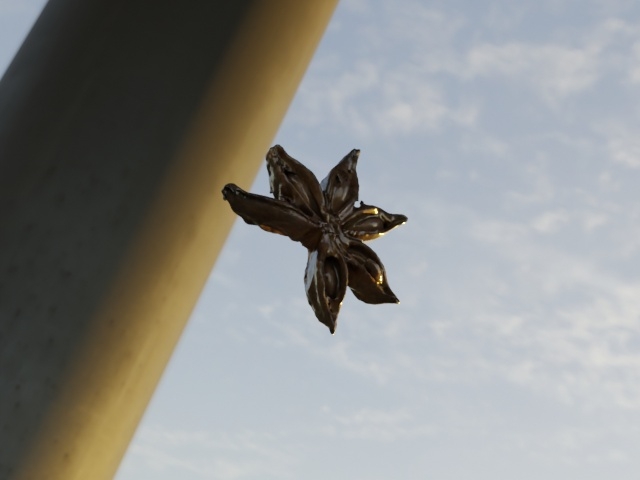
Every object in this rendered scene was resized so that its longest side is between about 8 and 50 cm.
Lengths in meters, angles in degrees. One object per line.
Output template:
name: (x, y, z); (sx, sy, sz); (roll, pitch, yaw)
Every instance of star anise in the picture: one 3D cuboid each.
star anise: (0.009, -0.011, 1.295); (0.208, 0.172, 0.063); (52, -35, 1)
